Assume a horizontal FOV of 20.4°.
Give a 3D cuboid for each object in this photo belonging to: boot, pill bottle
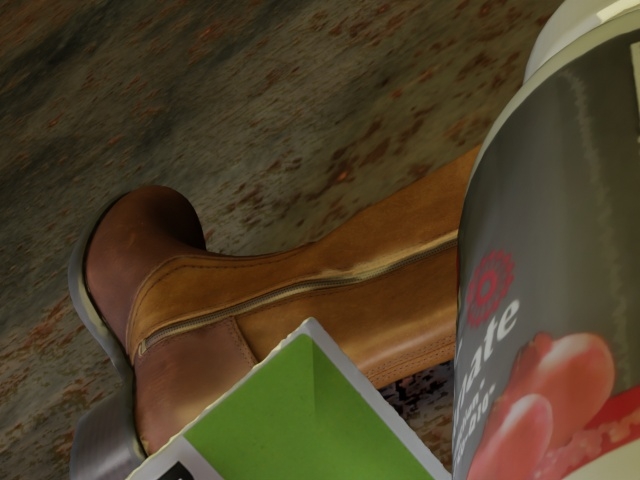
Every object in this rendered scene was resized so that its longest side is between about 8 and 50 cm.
[{"bbox_3d":[0.000,0.000,0.895,0.280,0.096,0.264,-33,25,18],"label":"boot"},{"bbox_3d":[0.128,0.033,0.540,0.176,0.176,0.318,-31,26,23],"label":"pill bottle"}]

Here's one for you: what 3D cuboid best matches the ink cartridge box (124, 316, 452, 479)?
[{"bbox_3d":[-0.056,0.156,0.598,0.255,0.189,0.097,-40,22,0],"label":"ink cartridge box"}]
